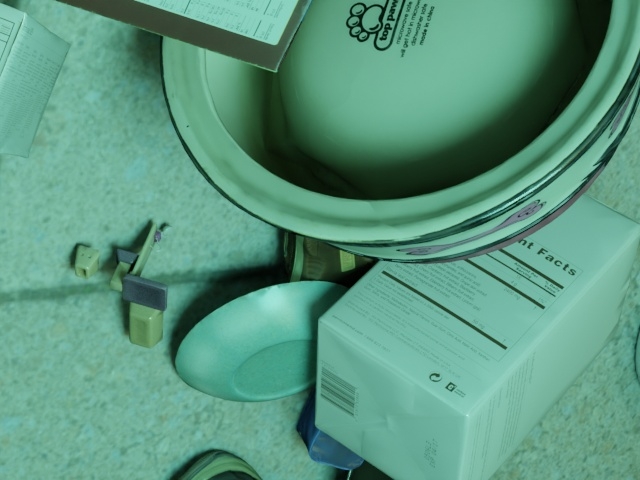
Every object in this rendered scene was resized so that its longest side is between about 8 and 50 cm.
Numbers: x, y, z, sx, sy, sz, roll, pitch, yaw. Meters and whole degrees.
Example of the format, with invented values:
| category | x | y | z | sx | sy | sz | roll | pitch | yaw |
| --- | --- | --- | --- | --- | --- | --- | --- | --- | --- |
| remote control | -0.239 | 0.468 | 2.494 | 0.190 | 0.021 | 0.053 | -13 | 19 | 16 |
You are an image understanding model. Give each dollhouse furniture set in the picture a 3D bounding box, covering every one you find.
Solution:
| category | x | y | z | sx | sy | sz | roll | pitch | yaw |
| --- | --- | --- | --- | --- | --- | --- | --- | --- | --- |
| dollhouse furniture set | -0.173 | 0.035 | 1.569 | 0.114 | 0.091 | 0.081 | 98 | 10 | -53 |

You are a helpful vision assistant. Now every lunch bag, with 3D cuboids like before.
| category | x | y | z | sx | sy | sz | roll | pitch | yaw |
| --- | --- | --- | --- | --- | --- | --- | --- | --- | --- |
| lunch bag | 0.021 | 0.179 | 1.752 | 0.067 | 0.065 | 0.098 | 21 | 105 | -25 |

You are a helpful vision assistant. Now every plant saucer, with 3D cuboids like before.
| category | x | y | z | sx | sy | sz | roll | pitch | yaw |
| --- | --- | --- | --- | --- | --- | --- | --- | --- | --- |
| plant saucer | -0.041 | 0.110 | 1.630 | 0.195 | 0.037 | 0.195 | -15 | 147 | -10 |

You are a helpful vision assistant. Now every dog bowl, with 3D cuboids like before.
| category | x | y | z | sx | sy | sz | roll | pitch | yaw |
| --- | --- | --- | --- | --- | --- | --- | --- | --- | --- |
| dog bowl | 0.082 | -0.161 | 1.392 | 0.408 | 0.408 | 0.150 | -47 | 152 | -3 |

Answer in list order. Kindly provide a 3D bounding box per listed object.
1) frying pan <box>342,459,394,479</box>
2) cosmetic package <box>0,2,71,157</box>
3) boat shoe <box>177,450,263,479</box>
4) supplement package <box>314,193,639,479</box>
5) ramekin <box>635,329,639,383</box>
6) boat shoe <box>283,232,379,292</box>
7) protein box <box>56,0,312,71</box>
| category | x | y | z | sx | sy | sz | roll | pitch | yaw |
| --- | --- | --- | --- | --- | --- | --- | --- | --- | --- |
| frying pan | 0.124 | 0.209 | 1.850 | 0.197 | 0.053 | 0.326 | 37 | 75 | -38 |
| cosmetic package | -0.236 | -0.117 | 1.210 | 0.060 | 0.239 | 0.099 | 23 | 90 | -2 |
| boat shoe | -0.030 | 0.354 | 1.774 | 0.132 | 0.130 | 0.355 | -49 | 132 | 0 |
| supplement package | 0.151 | 0.084 | 1.635 | 0.293 | 0.175 | 0.177 | -42 | 151 | -32 |
| ramekin | 0.507 | 0.123 | 2.010 | 0.277 | 0.135 | 0.277 | -16 | 124 | -26 |
| boat shoe | 0.008 | -0.002 | 1.617 | 0.095 | 0.095 | 0.257 | -11 | 146 | -14 |
| protein box | -0.102 | -0.255 | 1.216 | 0.201 | 0.200 | 0.136 | 17 | 125 | -19 |
